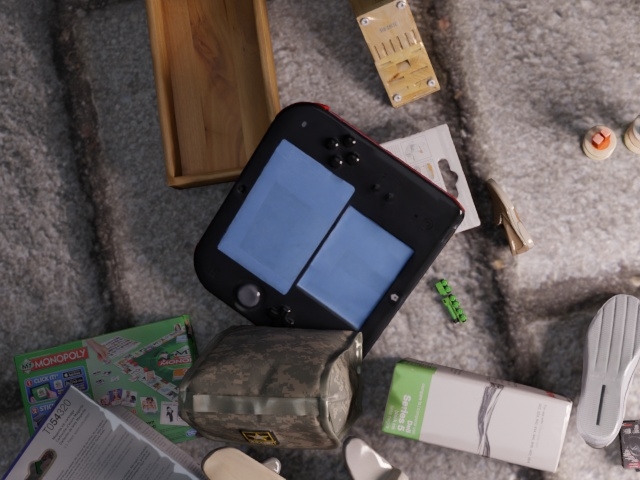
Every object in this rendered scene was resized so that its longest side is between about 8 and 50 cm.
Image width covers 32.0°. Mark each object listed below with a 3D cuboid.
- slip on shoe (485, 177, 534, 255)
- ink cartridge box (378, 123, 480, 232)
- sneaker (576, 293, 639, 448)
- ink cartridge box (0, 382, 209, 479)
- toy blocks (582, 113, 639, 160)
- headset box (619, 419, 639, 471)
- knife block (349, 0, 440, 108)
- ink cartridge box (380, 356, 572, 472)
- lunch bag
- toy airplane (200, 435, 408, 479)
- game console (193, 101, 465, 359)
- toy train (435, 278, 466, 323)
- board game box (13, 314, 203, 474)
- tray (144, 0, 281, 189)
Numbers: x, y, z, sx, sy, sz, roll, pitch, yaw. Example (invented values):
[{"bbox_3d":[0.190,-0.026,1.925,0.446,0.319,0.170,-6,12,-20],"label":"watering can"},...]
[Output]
[{"bbox_3d":[0.306,-0.039,1.861,0.041,0.051,0.135,-30,90,3],"label":"slip on shoe"},{"bbox_3d":[0.129,-0.072,1.893,0.232,0.066,0.189,-18,83,-1],"label":"ink cartridge box"},{"bbox_3d":[0.460,0.212,1.803,0.094,0.091,0.258,17,68,14],"label":"sneaker"},{"bbox_3d":[-0.371,0.454,1.894,0.330,0.071,0.324,37,99,4],"label":"ink cartridge box"},{"bbox_3d":[0.486,-0.169,1.790,0.123,0.148,0.054,-9,84,8],"label":"toy blocks"},{"bbox_3d":[0.518,0.333,1.811,0.062,0.032,0.083,-6,86,9],"label":"headset box"},{"bbox_3d":[0.102,-0.398,1.910,0.088,0.242,0.275,-22,128,8],"label":"knife block"},{"bbox_3d":[0.248,0.272,1.772,0.273,0.198,0.114,12,88,10],"label":"ink cartridge box"},{"bbox_3d":[-0.071,0.235,1.743,0.235,0.287,0.168,2,97,14],"label":"lunch bag"},{"bbox_3d":[0.002,0.504,1.790,0.384,0.272,0.386,-3,74,-29],"label":"toy airplane"},{"bbox_3d":[0.000,0.000,1.840,0.342,0.060,0.386,37,112,9],"label":"game console"},{"bbox_3d":[0.219,0.104,1.881,0.024,0.017,0.083,-29,82,16],"label":"toy train"},{"bbox_3d":[-0.359,0.268,1.945,0.317,0.046,0.213,-13,84,8],"label":"board game box"},{"bbox_3d":[-0.184,-0.307,1.943,0.203,0.076,0.410,-8,84,9],"label":"tray"}]
